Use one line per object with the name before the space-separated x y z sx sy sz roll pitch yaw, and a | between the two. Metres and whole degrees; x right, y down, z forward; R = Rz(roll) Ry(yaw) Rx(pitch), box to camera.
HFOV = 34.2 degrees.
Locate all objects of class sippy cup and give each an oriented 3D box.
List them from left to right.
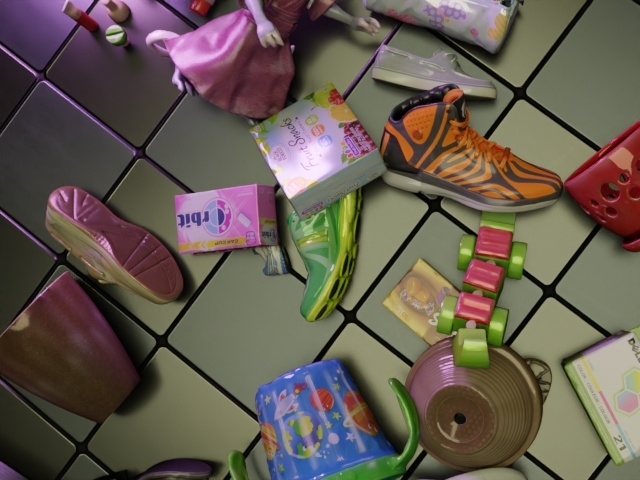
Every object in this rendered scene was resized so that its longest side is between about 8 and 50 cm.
sippy cup | -0.002 0.331 1.763 0.305 0.240 0.224 -17 72 -17

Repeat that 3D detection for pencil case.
pencil case | 0.210 -0.419 1.815 0.273 0.124 0.114 21 90 10

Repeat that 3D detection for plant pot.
plant pot | -0.442 0.211 1.852 0.230 0.215 0.215 44 94 -6
plant pot | 0.243 0.282 1.729 0.237 0.109 0.237 3 99 21
plant pot | 0.527 -0.087 1.718 0.191 0.191 0.174 -38 90 5

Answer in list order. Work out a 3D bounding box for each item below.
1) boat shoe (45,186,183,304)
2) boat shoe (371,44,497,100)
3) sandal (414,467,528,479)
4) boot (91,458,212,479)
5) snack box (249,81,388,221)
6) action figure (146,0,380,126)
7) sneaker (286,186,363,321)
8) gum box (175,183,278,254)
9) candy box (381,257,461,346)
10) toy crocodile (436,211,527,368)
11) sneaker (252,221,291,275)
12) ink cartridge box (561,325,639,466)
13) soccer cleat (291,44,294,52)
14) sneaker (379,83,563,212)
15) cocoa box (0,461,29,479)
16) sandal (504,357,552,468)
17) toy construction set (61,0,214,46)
boat shoe | -0.380 0.025 1.898 0.302 0.109 0.098 36 132 9
boat shoe | 0.204 -0.299 1.830 0.227 0.079 0.081 13 93 12
sandal | 0.151 0.467 1.776 0.416 0.169 0.102 -26 43 7
boot | -0.297 0.523 1.864 0.262 0.091 0.229 -13 90 12
snack box | -0.007 -0.156 1.801 0.174 0.070 0.207 -30 47 0
action figure | -0.086 -0.392 1.805 0.276 0.248 0.370 47 116 30
sneaker | 0.000 0.000 1.839 0.123 0.109 0.296 7 80 16
gum box | -0.173 -0.035 1.855 0.188 0.062 0.107 -6 86 29
candy box | 0.211 0.130 1.817 0.186 0.053 0.109 41 94 10
toy crocodile | 0.274 0.066 1.733 0.115 0.105 0.341 14 58 12
sneaker | -0.101 0.001 1.874 0.058 0.052 0.135 -18 84 11
ink cartridge box | 0.560 0.231 1.735 0.255 0.097 0.189 -28 83 7
soccer cleat | -0.086 -0.361 1.906 0.083 0.029 0.036 31 77 11
sneaker | 0.259 -0.159 1.758 0.321 0.125 0.180 10 120 9
cocoa box | -0.715 0.477 1.847 0.347 0.231 0.228 30 92 10
sandal | 0.332 0.299 1.790 0.090 0.060 0.219 19 104 15
toy construction set | -0.333 -0.494 1.845 0.309 0.237 0.257 -41 82 5
